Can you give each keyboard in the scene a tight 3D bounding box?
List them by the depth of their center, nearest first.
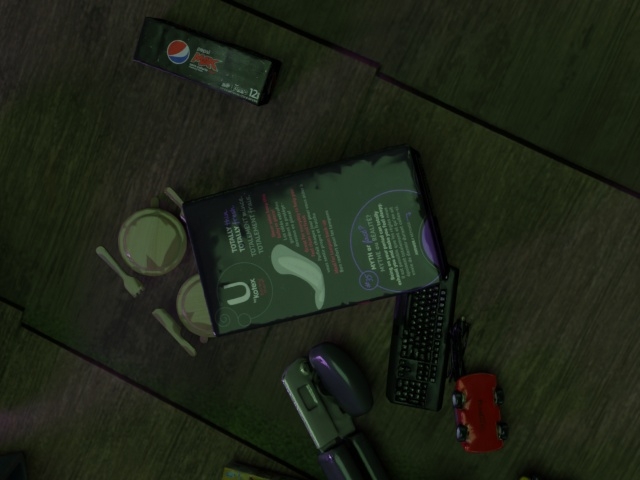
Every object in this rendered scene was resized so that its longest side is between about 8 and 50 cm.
[{"bbox_3d":[0.136,0.120,1.245,0.100,0.038,0.192,7,102,10],"label":"keyboard"}]

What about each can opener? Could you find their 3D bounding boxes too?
[{"bbox_3d":[0.048,0.262,1.242,0.095,0.076,0.283,-33,84,43],"label":"can opener"}]

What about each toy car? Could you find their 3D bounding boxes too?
[{"bbox_3d":[0.181,0.308,1.233,0.225,0.053,0.239,-38,91,-7],"label":"toy car"}]

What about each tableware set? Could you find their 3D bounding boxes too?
[{"bbox_3d":[-0.178,0.041,1.294,0.128,0.039,0.194,-41,96,3],"label":"tableware set"}]

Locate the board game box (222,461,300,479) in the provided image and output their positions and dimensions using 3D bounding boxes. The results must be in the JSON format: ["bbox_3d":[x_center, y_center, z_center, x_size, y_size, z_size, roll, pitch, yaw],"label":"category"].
[{"bbox_3d":[-0.058,0.358,1.312,0.154,0.026,0.103,12,98,11],"label":"board game box"}]

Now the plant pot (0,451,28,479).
[{"bbox_3d":[-0.526,0.439,1.302,0.252,0.248,0.247,-4,99,1],"label":"plant pot"}]

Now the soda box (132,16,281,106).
[{"bbox_3d":[-0.138,-0.219,1.230,0.169,0.053,0.060,21,103,6],"label":"soda box"}]

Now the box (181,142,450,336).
[{"bbox_3d":[0.000,0.000,1.182,0.271,0.143,0.165,-14,89,10],"label":"box"}]
